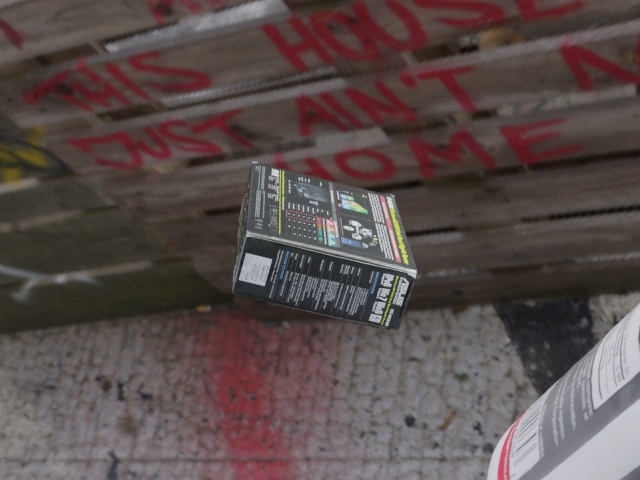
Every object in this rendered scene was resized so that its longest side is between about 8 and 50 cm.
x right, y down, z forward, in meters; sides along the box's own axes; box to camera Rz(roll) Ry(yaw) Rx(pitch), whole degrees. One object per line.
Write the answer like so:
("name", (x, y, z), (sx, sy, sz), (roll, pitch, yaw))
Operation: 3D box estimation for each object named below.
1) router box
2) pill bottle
("router box", (0.000, 0.000, 0.584), (0.122, 0.092, 0.038), (-94, 18, -68))
("pill bottle", (0.249, 0.115, 0.643), (0.318, 0.176, 0.176), (120, 148, -48))
